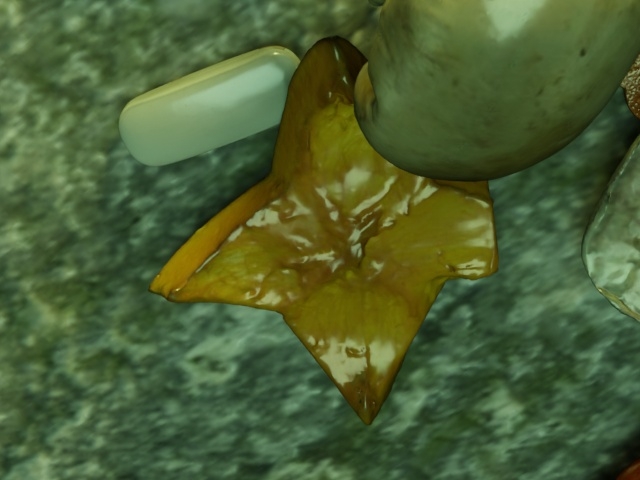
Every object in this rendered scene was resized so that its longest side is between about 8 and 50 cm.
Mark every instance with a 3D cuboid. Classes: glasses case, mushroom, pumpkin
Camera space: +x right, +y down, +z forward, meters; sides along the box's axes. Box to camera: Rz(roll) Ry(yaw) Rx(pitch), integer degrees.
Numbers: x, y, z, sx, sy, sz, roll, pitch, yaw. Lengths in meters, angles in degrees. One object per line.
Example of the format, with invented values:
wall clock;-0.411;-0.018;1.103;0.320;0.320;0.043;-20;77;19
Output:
glasses case;-0.089;-0.110;1.047;0.164;0.041;0.063;-20;117;11
mushroom;0.093;-0.196;0.882;0.290;0.292;0.292;35;114;6
pumpkin;0.027;-0.004;1.061;0.258;0.095;0.290;29;115;-21

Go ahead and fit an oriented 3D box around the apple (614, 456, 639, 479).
apple;0.331;0.264;1.155;0.158;0.147;0.156;-30;144;26

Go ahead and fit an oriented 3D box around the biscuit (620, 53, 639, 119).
biscuit;0.276;-0.137;1.029;0.078;0.015;0.091;1;116;5

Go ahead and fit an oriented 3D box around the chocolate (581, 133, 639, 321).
chocolate;0.373;0.008;1.047;0.303;0.100;0.185;24;120;-3
